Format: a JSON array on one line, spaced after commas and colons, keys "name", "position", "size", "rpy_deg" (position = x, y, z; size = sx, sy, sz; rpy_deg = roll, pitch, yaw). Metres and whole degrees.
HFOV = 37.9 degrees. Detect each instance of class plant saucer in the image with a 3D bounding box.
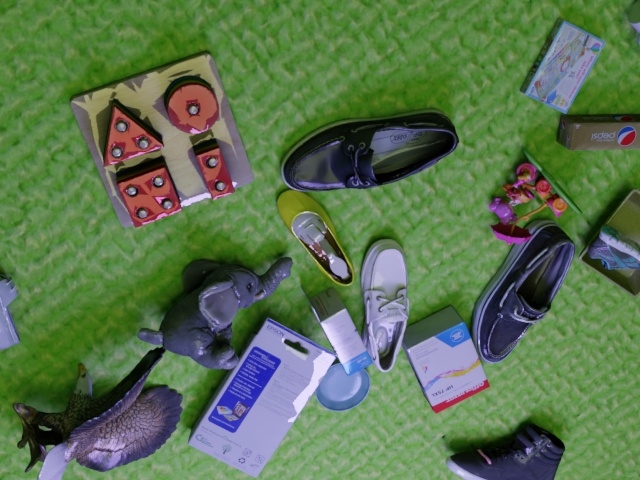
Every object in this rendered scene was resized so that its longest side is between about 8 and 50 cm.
[{"name": "plant saucer", "position": [0.655, 0.001, 1.973], "size": [0.188, 0.045, 0.188], "rpy_deg": [31, 103, -24]}, {"name": "plant saucer", "position": [0.045, 0.303, 1.959], "size": [0.119, 0.021, 0.119], "rpy_deg": [-5, 114, -11]}]

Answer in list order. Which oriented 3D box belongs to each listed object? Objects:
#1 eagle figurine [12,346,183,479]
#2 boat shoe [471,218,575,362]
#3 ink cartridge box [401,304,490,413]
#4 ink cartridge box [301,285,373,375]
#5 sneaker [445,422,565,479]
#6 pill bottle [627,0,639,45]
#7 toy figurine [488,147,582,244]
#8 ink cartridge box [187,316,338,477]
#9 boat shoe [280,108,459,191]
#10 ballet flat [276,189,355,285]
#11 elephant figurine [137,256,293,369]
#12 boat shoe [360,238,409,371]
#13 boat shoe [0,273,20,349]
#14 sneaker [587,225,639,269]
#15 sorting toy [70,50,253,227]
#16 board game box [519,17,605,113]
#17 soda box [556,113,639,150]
[{"name": "eagle figurine", "position": [-0.416, 0.329, 1.764], "size": [0.299, 0.226, 0.225], "rpy_deg": [-8, 94, -6]}, {"name": "boat shoe", "position": [0.412, 0.118, 1.920], "size": [0.121, 0.119, 0.335], "rpy_deg": [14, 108, -20]}, {"name": "ink cartridge box", "position": [0.268, 0.269, 1.971], "size": [0.134, 0.078, 0.231], "rpy_deg": [-27, 117, -2]}, {"name": "ink cartridge box", "position": [0.033, 0.166, 1.851], "size": [0.060, 0.104, 0.180], "rpy_deg": [-27, 117, -2]}, {"name": "sneaker", "position": [0.420, 0.472, 2.090], "size": [0.296, 0.104, 0.146], "rpy_deg": [13, 107, -26]}, {"name": "pill bottle", "position": [0.676, -0.383, 1.778], "size": [0.193, 0.108, 0.108], "rpy_deg": [36, 100, -25]}, {"name": "toy figurine", "position": [0.400, -0.070, 1.853], "size": [0.159, 0.130, 0.173], "rpy_deg": [-41, 95, 15]}, {"name": "ink cartridge box", "position": [-0.116, 0.307, 1.870], "size": [0.165, 0.065, 0.332], "rpy_deg": [30, 108, -10]}, {"name": "boat shoe", "position": [0.098, -0.155, 1.724], "size": [0.340, 0.113, 0.127], "rpy_deg": [-11, 115, -9]}, {"name": "ballet flat", "position": [0.000, 0.000, 1.786], "size": [0.077, 0.077, 0.231], "rpy_deg": [-34, 116, 2]}, {"name": "elephant figurine", "position": [-0.192, 0.109, 1.761], "size": [0.169, 0.186, 0.239], "rpy_deg": [25, 96, 21]}, {"name": "boat shoe", "position": [0.137, 0.135, 1.869], "size": [0.098, 0.096, 0.277], "rpy_deg": [-6, 114, -12]}, {"name": "boat shoe", "position": [-0.588, 0.097, 1.684], "size": [0.081, 0.079, 0.227], "rpy_deg": [-12, 120, -19]}, {"name": "sneaker", "position": [0.619, 0.033, 1.927], "size": [0.167, 0.065, 0.076], "rpy_deg": [30, 119, -21]}, {"name": "sorting toy", "position": [-0.270, -0.166, 1.638], "size": [0.257, 0.089, 0.255], "rpy_deg": [-20, 116, -5]}, {"name": "board game box", "position": [0.464, -0.333, 1.790], "size": [0.104, 0.026, 0.154], "rpy_deg": [21, 106, -21]}, {"name": "soda box", "position": [0.565, -0.215, 1.847], "size": [0.181, 0.061, 0.058], "rpy_deg": [-3, 114, -13]}]
